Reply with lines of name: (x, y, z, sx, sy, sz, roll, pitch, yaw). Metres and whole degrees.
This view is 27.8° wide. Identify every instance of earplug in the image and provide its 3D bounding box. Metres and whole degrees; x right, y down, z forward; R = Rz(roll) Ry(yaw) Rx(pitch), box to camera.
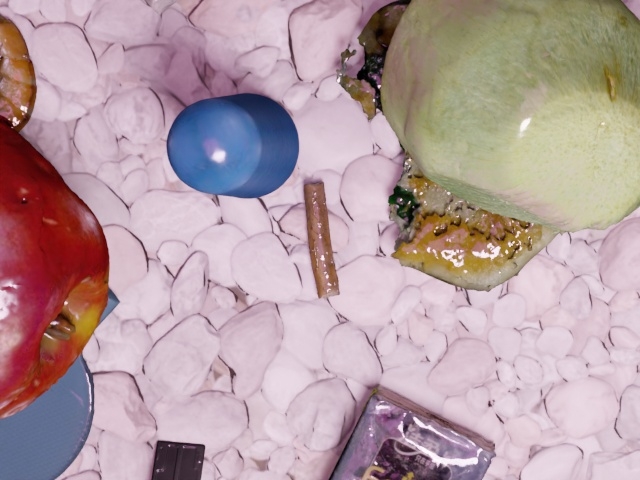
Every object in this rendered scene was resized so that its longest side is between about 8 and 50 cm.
earplug: (-0.106, -0.109, 1.495, 0.132, 0.273, 0.132, 0, 94, 6)

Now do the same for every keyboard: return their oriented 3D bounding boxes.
keyboard: (-0.189, 0.352, 1.623, 0.067, 0.011, 0.202, 5, 67, 3)

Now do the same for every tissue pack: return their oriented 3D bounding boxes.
tissue pack: (0.092, 0.322, 1.607, 0.173, 0.073, 0.235, 27, 96, 2)

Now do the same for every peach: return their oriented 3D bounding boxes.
peach: (-0.451, 0.017, 1.512, 0.416, 0.339, 0.353, 21, 51, 17)

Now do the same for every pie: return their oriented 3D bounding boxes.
pie: (0.189, -0.125, 1.566, 0.296, 0.078, 0.371, -15, 92, 5)

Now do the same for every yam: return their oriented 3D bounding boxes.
yam: (0.000, 0.000, 1.615, 0.032, 0.032, 0.145, -7, 92, 6)

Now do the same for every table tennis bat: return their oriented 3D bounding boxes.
table tennis bat: (-0.374, 0.185, 1.659, 0.215, 0.044, 0.329, 41, 99, 3)

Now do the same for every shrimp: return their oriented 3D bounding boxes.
shrimp: (-0.492, -0.212, 1.643, 0.262, 0.051, 0.198, -7, 86, 3)

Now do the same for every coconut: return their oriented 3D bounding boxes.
coconut: (0.224, -0.164, 1.395, 0.328, 0.328, 0.281, 12, 121, 5)

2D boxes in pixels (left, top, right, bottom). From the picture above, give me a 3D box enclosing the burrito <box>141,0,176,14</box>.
burrito: (-0.147, -0.355, 1.590, 0.203, 0.064, 0.064, -35, 90, 8)
